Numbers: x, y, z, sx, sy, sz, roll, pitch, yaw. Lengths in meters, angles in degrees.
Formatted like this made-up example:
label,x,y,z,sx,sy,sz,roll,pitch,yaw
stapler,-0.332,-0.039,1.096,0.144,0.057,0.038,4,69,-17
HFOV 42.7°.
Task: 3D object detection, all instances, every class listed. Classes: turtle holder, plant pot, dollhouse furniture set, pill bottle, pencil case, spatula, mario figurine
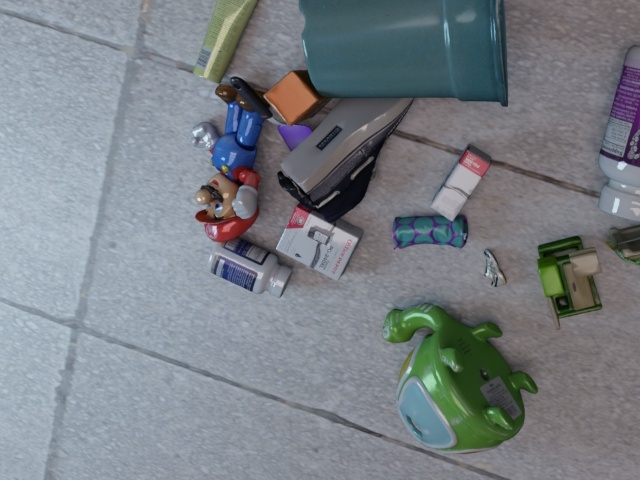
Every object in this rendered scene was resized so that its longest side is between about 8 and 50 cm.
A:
label,x,y,z,sx,sy,sz,roll,pitch,yaw
turtle holder,0.251,0.289,1.655,0.320,0.243,0.227,41,126,-10
plant pot,0.153,-0.393,1.446,0.334,0.341,0.341,-3,104,16
dollhouse furniture set,0.576,0.066,1.545,0.302,0.197,0.151,-15,100,16
pill bottle,0.606,-0.191,1.486,0.169,0.169,0.301,12,107,9
pill bottle,-0.149,0.058,1.751,0.169,0.094,0.094,25,108,5
pencil case,0.224,-0.016,1.668,0.152,0.064,0.070,0,93,12
spatula,-0.087,-0.237,1.581,0.084,0.296,0.030,4,73,30
mario figurine,-0.197,-0.151,1.660,0.170,0.198,0.320,9,102,-3

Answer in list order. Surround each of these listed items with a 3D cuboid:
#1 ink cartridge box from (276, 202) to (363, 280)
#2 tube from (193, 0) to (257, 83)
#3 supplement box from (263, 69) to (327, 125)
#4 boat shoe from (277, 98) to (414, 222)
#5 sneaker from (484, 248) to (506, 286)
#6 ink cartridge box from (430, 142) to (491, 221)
label,x,y,z,sx,sy,sz,roll,pitch,yaw
ink cartridge box,0.000,0.000,1.720,0.150,0.063,0.109,27,108,4
tube,-0.185,-0.437,1.651,0.070,0.062,0.240,13,107,-37
supplement box,-0.035,-0.277,1.565,0.080,0.233,0.078,-41,94,13
boat shoe,0.077,-0.186,1.640,0.340,0.127,0.158,-40,137,0
sneaker,0.350,0.059,1.678,0.037,0.032,0.083,-25,98,17
ink cartridge box,0.276,-0.116,1.612,0.056,0.099,0.135,32,108,2
